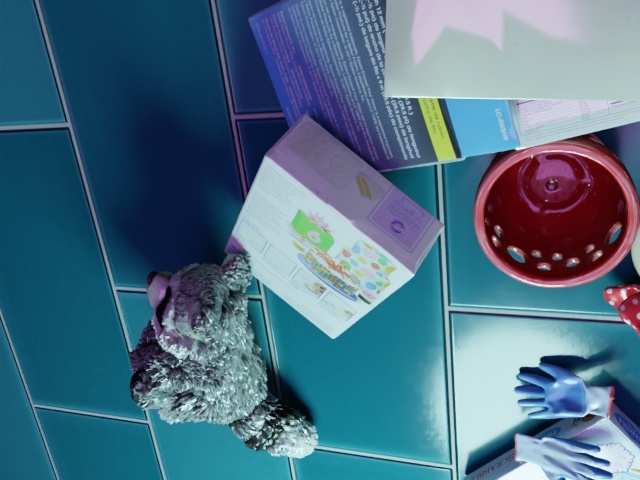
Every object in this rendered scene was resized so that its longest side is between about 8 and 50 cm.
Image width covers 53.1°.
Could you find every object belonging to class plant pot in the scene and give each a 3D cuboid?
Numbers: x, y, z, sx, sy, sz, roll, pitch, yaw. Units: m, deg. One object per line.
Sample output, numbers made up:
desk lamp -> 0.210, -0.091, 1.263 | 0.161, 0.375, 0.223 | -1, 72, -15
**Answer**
plant pot -> 0.306, -0.058, 0.838 | 0.191, 0.174, 0.191 | 9, 116, 18

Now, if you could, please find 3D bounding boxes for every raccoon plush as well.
raccoon plush -> -0.115, 0.194, 1.103 | 0.446, 0.216, 0.299 | 27, 138, -25

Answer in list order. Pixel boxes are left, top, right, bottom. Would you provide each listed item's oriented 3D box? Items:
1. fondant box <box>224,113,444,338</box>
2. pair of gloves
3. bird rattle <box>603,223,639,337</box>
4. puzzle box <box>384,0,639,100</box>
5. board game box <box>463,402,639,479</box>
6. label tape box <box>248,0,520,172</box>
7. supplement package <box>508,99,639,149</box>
fondant box -> 0.000, 0.000, 0.944 | 0.238, 0.096, 0.330 | 39, 153, 1
pair of gloves -> 0.376, 0.295, 1.000 | 0.159, 0.023, 0.198 | 3, 87, 44
bird rattle -> 0.507, 0.030, 0.859 | 0.253, 0.143, 0.207 | -15, 96, 40
puzzle box -> 0.265, -0.266, 0.590 | 0.409, 0.052, 0.272 | 4, 111, 10
board game box -> 0.461, 0.458, 1.077 | 0.318, 0.066, 0.319 | 44, 121, -2
label tape box -> 0.089, -0.223, 0.815 | 0.348, 0.115, 0.249 | -4, 113, 46
supplement package -> 0.294, -0.273, 0.728 | 0.198, 0.199, 0.262 | -12, 108, 23
